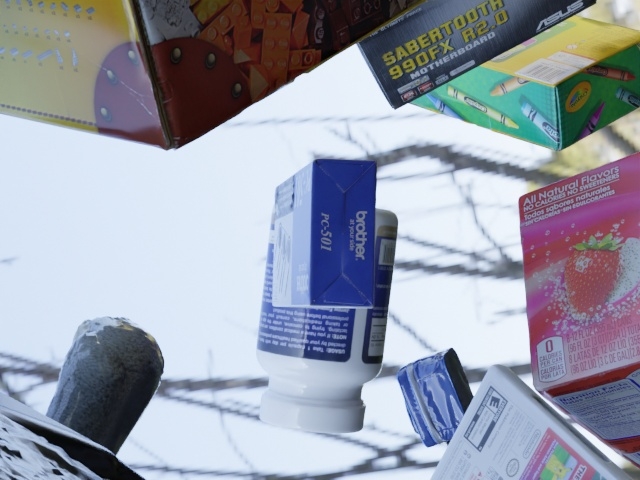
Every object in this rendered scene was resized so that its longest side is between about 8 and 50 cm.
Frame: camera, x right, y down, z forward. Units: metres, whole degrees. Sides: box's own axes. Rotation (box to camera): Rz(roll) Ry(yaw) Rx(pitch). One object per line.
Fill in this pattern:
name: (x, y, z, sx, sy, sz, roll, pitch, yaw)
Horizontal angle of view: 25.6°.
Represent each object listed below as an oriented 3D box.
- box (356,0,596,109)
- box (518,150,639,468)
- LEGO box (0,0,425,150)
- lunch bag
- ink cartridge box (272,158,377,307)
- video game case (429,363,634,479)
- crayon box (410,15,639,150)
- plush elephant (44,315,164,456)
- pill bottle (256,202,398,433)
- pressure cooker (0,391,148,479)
box: (0.137, -0.237, 1.335, 0.056, 0.231, 0.183, 65, -174, 29)
box: (0.241, 0.013, 0.698, 0.128, 0.257, 0.122, 36, -136, -43)
LEGO box: (-0.155, -0.252, 0.921, 0.372, 0.500, 0.193, -37, -53, -38)
lunch bag: (0.121, 0.167, 1.461, 0.098, 0.065, 0.067, 69, -162, 2)
ink cartridge box: (0.000, 0.000, 1.008, 0.207, 0.046, 0.097, 166, 106, -81)
video game case: (0.156, 0.232, 1.133, 0.023, 0.201, 0.183, 9, -155, -41)
crayon box: (0.218, -0.197, 1.594, 0.165, 0.278, 0.081, -28, -56, -31)
plush elephant: (-0.291, 0.153, 0.859, 0.272, 0.255, 0.330, -5, -65, -63)
pill bottle: (0.004, 0.088, 1.669, 0.153, 0.153, 0.264, 7, -90, -69)
pressure cooker: (-0.209, 0.244, 0.437, 0.376, 0.420, 0.370, 33, 175, -18)
